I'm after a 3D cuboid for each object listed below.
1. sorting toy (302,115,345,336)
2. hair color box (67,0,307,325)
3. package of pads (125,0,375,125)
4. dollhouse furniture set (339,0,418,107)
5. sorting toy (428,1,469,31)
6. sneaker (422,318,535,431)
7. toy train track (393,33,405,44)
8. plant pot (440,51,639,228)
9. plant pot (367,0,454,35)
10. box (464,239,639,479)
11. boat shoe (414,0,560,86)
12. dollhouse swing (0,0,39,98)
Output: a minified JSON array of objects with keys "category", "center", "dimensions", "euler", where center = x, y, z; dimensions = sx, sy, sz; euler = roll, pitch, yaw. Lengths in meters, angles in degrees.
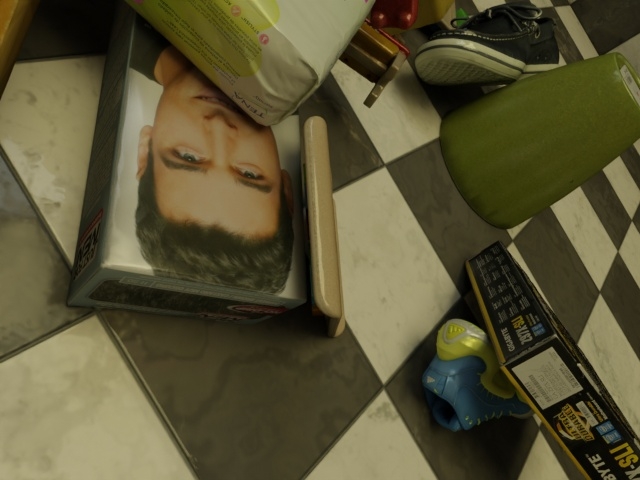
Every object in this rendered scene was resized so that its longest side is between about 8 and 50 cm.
[{"category":"sorting toy","center":[0.000,0.000,0.518],"dimensions":[0.038,0.208,0.192],"euler":[-5,73,3]},{"category":"hair color box","center":[-0.124,-0.113,0.498],"dimensions":[0.185,0.114,0.374],"euler":[14,61,-36]},{"category":"package of pads","center":[-0.091,-0.279,0.457],"dimensions":[0.296,0.101,0.229],"euler":[41,47,-18]},{"category":"dollhouse furniture set","center":[-0.012,-0.382,0.620],"dimensions":[0.374,0.201,0.152],"euler":[33,51,-9]},{"category":"sorting toy","center":[0.232,-0.535,1.053],"dimensions":[0.348,0.047,0.196],"euler":[29,48,-33]},{"category":"sneaker","center":[0.211,0.213,0.663],"dimensions":[0.240,0.091,0.126],"euler":[45,77,-29]},{"category":"toy train track","center":[0.141,-0.386,0.929],"dimensions":[0.048,0.014,0.083],"euler":[38,55,-30]},{"category":"plant pot","center":[0.426,-0.200,0.884],"dimensions":[0.275,0.293,0.274],"euler":[18,59,-33]},{"category":"plant pot","center":[0.140,-0.481,0.829],"dimensions":[0.187,0.212,0.212],"euler":[55,52,-34]},{"category":"box","center":[0.326,0.165,0.681],"dimensions":[0.257,0.079,0.322],"euler":[49,19,-9]},{"category":"boat shoe","center":[0.347,-0.393,0.961],"dimensions":[0.500,0.187,0.155],"euler":[-20,113,-44]},{"category":"dollhouse swing","center":[-0.409,-0.191,0.330],"dimensions":[0.347,0.305,0.315],"euler":[22,98,-32]}]
